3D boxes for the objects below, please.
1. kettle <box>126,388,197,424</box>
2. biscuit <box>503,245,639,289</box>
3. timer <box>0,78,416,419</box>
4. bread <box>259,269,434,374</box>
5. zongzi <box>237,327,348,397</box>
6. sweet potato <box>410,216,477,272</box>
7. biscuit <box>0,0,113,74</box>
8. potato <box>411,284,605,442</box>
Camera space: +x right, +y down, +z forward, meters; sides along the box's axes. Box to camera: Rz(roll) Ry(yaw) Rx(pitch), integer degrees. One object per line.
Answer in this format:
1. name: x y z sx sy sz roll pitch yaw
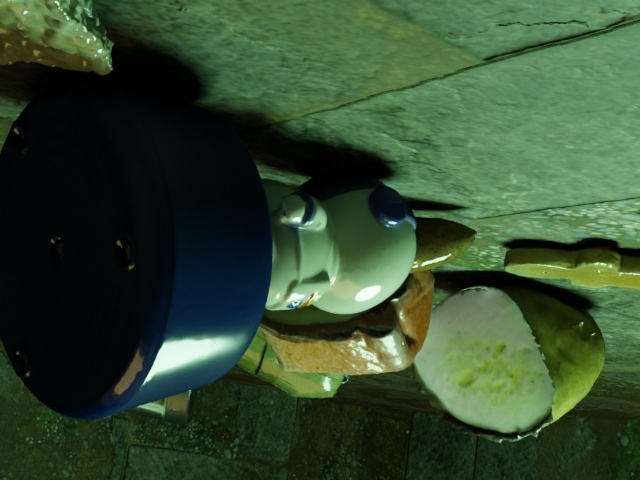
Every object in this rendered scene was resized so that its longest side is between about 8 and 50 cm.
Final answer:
1. kettle: -0.363 0.157 1.957 0.324 0.228 0.321 12 142 -1
2. biscuit: 0.330 0.032 1.303 0.234 0.030 0.153 6 167 10
3. timer: -0.071 0.004 1.010 0.383 0.270 0.270 -1 177 -42
4. bread: 0.018 0.072 1.320 0.244 0.190 0.123 1 134 31
5. zongzi: -0.077 0.139 1.729 0.251 0.125 0.274 30 180 -9
6. sweet potato: -0.004 0.001 1.233 0.341 0.092 0.114 0 -169 32
7. biscuit: -0.225 -0.154 0.752 0.188 0.040 0.265 14 168 -28
8. potato: 0.289 0.165 1.589 0.229 0.229 0.266 -1 180 35
